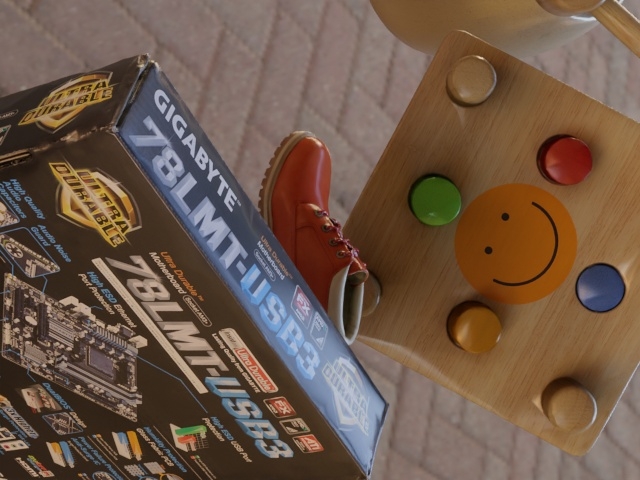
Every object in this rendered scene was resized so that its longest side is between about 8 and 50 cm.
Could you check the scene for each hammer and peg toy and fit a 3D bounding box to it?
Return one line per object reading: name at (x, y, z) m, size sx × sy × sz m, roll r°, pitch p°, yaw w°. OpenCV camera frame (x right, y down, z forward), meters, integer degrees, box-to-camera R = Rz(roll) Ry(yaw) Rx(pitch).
hammer and peg toy at (0.184, -0.042, 1.021) m, size 0.361 × 0.266 × 0.127 m, roll -61°, pitch 178°, yaw 3°

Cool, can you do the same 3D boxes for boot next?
boot at (0.000, 0.000, 0.908) m, size 0.059 × 0.085 × 0.157 m, roll 23°, pitch 71°, yaw -56°

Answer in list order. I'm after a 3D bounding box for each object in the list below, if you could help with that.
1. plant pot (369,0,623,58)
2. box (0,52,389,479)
plant pot at (0.206, -0.297, 1.297) m, size 0.284 × 0.191 × 0.284 m, roll -16°, pitch 119°, yaw -30°
box at (-0.152, 0.050, 0.802) m, size 0.295 × 0.293 × 0.073 m, roll 55°, pitch 34°, yaw -34°
